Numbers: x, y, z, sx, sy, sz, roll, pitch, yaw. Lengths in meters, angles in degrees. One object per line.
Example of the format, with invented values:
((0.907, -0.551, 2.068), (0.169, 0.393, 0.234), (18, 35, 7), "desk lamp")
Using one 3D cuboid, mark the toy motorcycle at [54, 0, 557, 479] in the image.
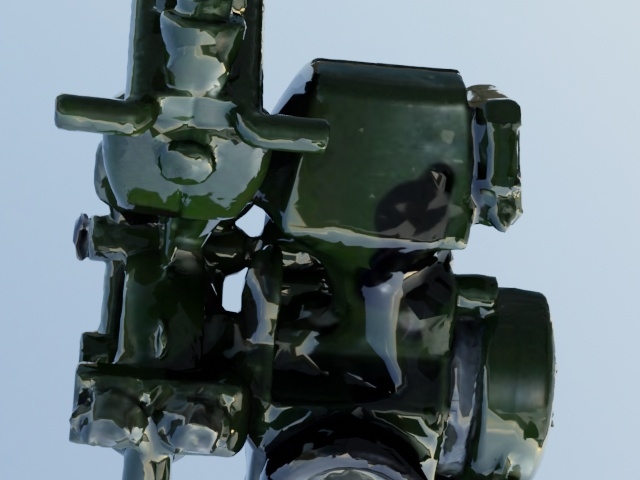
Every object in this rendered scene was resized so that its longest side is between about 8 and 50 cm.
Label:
((0.000, 0.000, 0.760), (0.205, 0.275, 0.127), (5, -157, -6), "toy motorcycle")
